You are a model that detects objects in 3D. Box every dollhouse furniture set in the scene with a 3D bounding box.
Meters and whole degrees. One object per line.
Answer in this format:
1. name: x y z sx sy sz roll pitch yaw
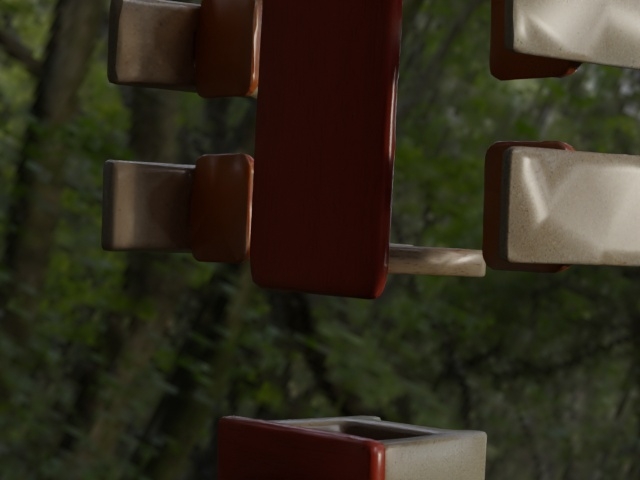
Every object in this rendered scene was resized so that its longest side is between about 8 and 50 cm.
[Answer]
1. dollhouse furniture set: 0.000 0.000 0.760 0.135 0.259 0.262 2 0 -40
